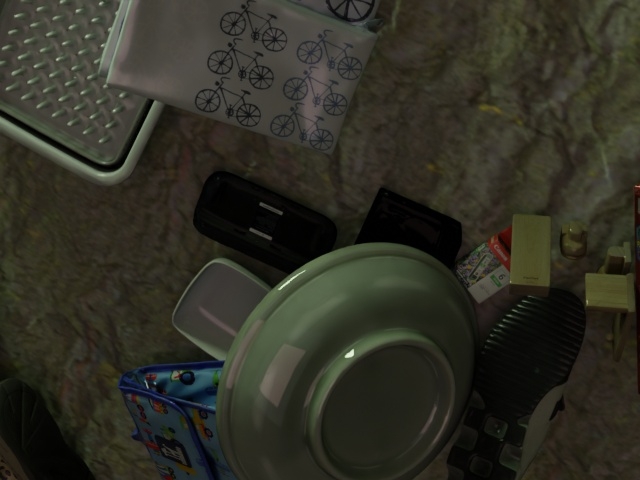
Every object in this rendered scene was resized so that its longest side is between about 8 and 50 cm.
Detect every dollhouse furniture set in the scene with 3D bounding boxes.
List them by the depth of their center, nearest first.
[{"bbox_3d":[0.326,0.062,1.234,0.151,0.144,0.123,4,143,10],"label":"dollhouse furniture set"}]

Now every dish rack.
[{"bbox_3d":[-0.316,-0.268,1.241,0.285,0.072,0.333,29,111,-3],"label":"dish rack"}]

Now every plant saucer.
[{"bbox_3d":[0.065,0.204,1.222,0.400,0.100,0.400,-10,113,-26],"label":"plant saucer"}]

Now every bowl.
[{"bbox_3d":[-0.128,0.099,1.350,0.142,0.053,0.142,35,114,-4],"label":"bowl"}]

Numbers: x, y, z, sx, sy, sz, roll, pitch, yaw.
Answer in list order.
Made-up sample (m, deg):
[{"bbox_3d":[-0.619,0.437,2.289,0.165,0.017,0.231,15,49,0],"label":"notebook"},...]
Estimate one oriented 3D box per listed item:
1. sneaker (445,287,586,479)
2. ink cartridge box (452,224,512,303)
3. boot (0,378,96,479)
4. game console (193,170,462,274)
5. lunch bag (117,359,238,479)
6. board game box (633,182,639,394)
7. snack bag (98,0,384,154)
[{"bbox_3d":[0.276,0.222,1.308,0.122,0.146,0.330,26,90,25],"label":"sneaker"},{"bbox_3d":[0.245,0.029,1.277,0.115,0.029,0.063,-36,100,19],"label":"ink cartridge box"},{"bbox_3d":[-0.526,0.401,1.483,0.284,0.138,0.377,-12,117,19],"label":"boot"},{"bbox_3d":[0.000,0.000,1.302,0.361,0.044,0.213,24,110,0],"label":"game console"},{"bbox_3d":[-0.158,0.286,1.379,0.293,0.138,0.221,-1,125,29],"label":"lunch bag"},{"bbox_3d":[0.452,0.047,1.197,0.027,0.145,0.281,13,117,46],"label":"board game box"},{"bbox_3d":[-0.072,-0.305,1.154,0.323,0.037,0.342,17,109,-16],"label":"snack bag"}]
